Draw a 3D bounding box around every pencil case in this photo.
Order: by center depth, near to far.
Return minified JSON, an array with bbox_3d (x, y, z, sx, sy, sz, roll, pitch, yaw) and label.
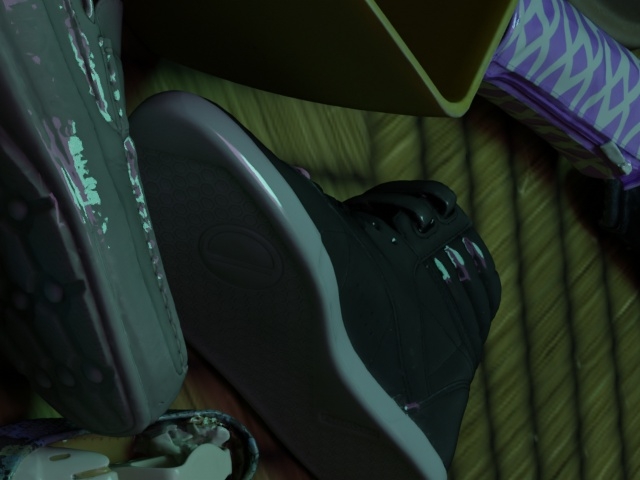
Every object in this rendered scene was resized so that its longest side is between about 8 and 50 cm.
[{"bbox_3d":[0.138,-0.101,1.158,0.206,0.086,0.088,27,51,-45],"label":"pencil case"}]

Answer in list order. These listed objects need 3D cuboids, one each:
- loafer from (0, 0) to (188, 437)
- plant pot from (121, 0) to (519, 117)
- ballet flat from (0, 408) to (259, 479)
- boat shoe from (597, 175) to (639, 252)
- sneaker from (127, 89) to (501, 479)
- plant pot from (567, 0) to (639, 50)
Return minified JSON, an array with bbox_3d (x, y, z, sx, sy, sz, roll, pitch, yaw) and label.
[{"bbox_3d":[-0.124,-0.071,0.809,0.111,0.112,0.319,-31,107,-42],"label":"loafer"},{"bbox_3d":[-0.023,-0.193,0.888,0.212,0.187,0.212,51,52,-34],"label":"plant pot"},{"bbox_3d":[-0.099,0.108,0.849,0.188,0.070,0.070,-13,94,-51],"label":"ballet flat"},{"bbox_3d":[0.238,-0.006,1.293,0.183,0.083,0.065,74,31,-56],"label":"boat shoe"},{"bbox_3d":[0.000,0.000,0.966,0.296,0.104,0.147,56,43,-37],"label":"sneaker"},{"bbox_3d":[0.239,-0.257,1.199,0.263,0.229,0.263,10,77,-51],"label":"plant pot"}]
